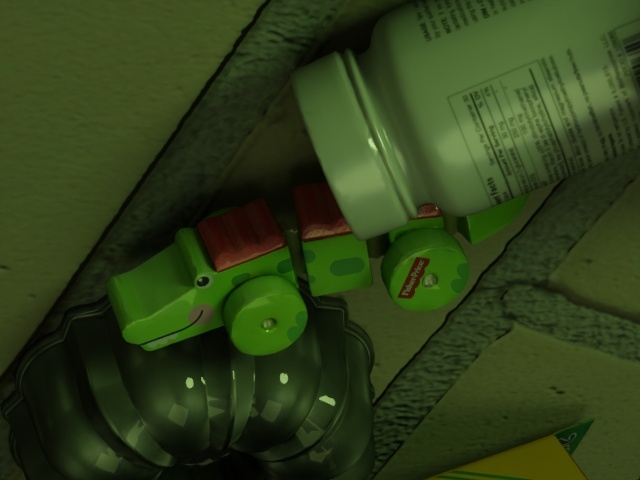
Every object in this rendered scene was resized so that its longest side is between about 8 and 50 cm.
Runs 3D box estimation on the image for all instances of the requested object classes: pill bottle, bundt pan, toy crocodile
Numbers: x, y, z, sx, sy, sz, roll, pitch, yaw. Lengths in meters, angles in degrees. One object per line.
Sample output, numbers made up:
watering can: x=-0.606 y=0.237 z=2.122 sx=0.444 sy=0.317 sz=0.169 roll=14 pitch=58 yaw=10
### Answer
pill bottle: x=0.133 y=-0.113 z=1.362 sx=0.283 sy=0.160 sz=0.160 roll=-22 pitch=136 yaw=6
bundt pan: x=-0.098 y=0.179 z=1.615 sx=0.331 sy=0.124 sz=0.331 roll=-9 pitch=136 yaw=-9
toy crocodile: x=0.000 y=0.000 z=1.472 sx=0.340 sy=0.115 sz=0.105 roll=-16 pitch=132 yaw=-4

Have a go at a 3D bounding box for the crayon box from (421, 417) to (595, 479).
crayon box: x=0.116 y=0.290 z=1.732 sx=0.323 sy=0.083 sz=0.203 roll=-15 pitch=146 yaw=-33
